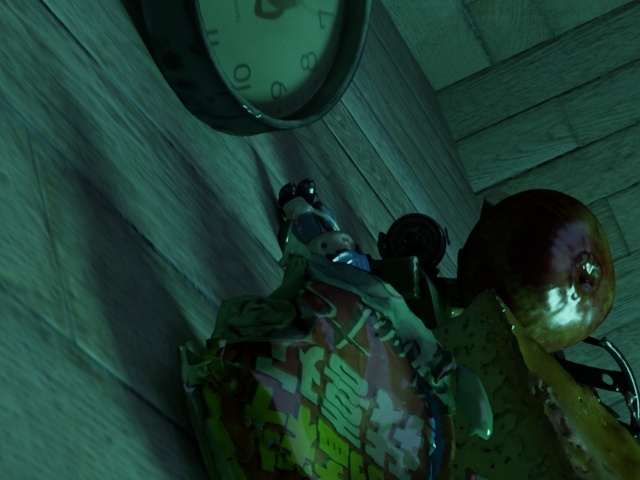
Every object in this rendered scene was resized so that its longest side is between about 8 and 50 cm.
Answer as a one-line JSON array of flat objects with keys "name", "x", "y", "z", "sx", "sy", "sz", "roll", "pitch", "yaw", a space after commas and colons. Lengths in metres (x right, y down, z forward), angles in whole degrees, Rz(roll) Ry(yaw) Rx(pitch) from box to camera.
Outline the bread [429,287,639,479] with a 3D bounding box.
[{"name": "bread", "x": 0.200, "y": 0.220, "z": 1.608, "sx": 0.315, "sy": 0.248, "sz": 0.279, "roll": 24, "pitch": 38, "yaw": -55}]

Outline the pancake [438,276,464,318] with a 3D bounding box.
[{"name": "pancake", "x": 0.142, "y": 0.071, "z": 2.124, "sx": 0.158, "sy": 0.158, "sz": 0.028, "roll": -67, "pitch": 161, "yaw": -77}]

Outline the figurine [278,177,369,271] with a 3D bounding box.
[{"name": "figurine", "x": -0.002, "y": 0.005, "z": 1.791, "sx": 0.136, "sy": 0.077, "sz": 0.079, "roll": 55, "pitch": -33, "yaw": 34}]

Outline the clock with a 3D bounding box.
[{"name": "clock", "x": -0.056, "y": -0.263, "z": 1.645, "sx": 0.325, "sy": 0.067, "sz": 0.325, "roll": -2, "pitch": 92, "yaw": -57}]

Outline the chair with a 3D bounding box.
[{"name": "chair", "x": 0.252, "y": 0.182, "z": 2.075, "sx": 0.260, "sy": 0.141, "sz": 0.154, "roll": 17, "pitch": -46, "yaw": 55}]

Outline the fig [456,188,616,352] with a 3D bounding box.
[{"name": "fig", "x": 0.243, "y": 0.034, "z": 1.963, "sx": 0.205, "sy": 0.205, "sz": 0.205, "roll": 62, "pitch": 11, "yaw": -21}]

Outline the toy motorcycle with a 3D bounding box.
[{"name": "toy motorcycle", "x": 0.099, "y": 0.094, "z": 1.946, "sx": 0.205, "sy": 0.127, "sz": 0.275, "roll": 35, "pitch": 39, "yaw": -70}]

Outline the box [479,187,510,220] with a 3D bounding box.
[{"name": "box", "x": 0.250, "y": 0.057, "z": 2.144, "sx": 0.132, "sy": 0.034, "sz": 0.235, "roll": 34, "pitch": -39, "yaw": 29}]

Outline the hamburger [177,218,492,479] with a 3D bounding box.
[{"name": "hamburger", "x": -0.005, "y": 0.144, "z": 1.252, "sx": 0.260, "sy": 0.150, "sz": 0.276, "roll": 48, "pitch": 37, "yaw": -8}]
